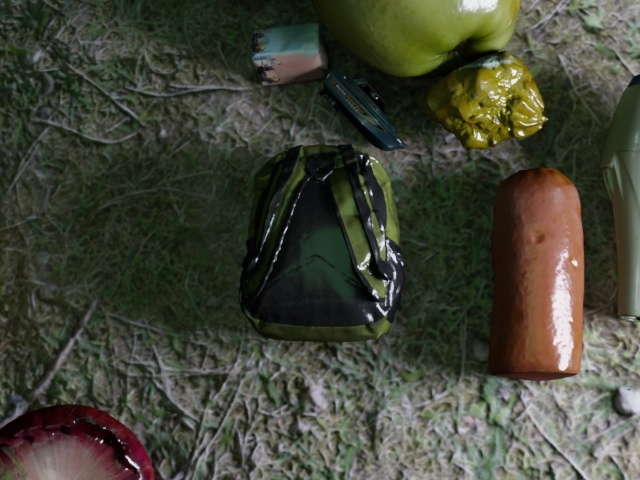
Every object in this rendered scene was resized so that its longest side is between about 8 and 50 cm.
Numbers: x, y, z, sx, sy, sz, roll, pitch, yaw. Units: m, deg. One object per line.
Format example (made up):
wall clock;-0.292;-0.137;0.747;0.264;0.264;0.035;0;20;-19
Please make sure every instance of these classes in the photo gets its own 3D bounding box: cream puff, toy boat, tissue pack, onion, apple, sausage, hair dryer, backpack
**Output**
cream puff;0.210;-0.167;1.760;0.146;0.146;0.116;-28;86;2
toy boat;0.063;-0.165;1.822;0.060;0.055;0.141;-43;70;4
tissue pack;-0.039;-0.248;1.859;0.094;0.074;0.059;-4;66;11
onion;-0.310;0.321;1.700;0.248;0.161;0.248;-1;84;14
apple;0.115;-0.334;1.757;0.279;0.279;0.279;-3;73;10
sausage;0.262;0.039;1.695;0.113;0.113;0.259;1;75;12
hair dryer;0.459;-0.024;1.691;0.298;0.119;0.296;25;86;4
backpack;0.000;0.000;1.741;0.207;0.140;0.253;-1;78;8
